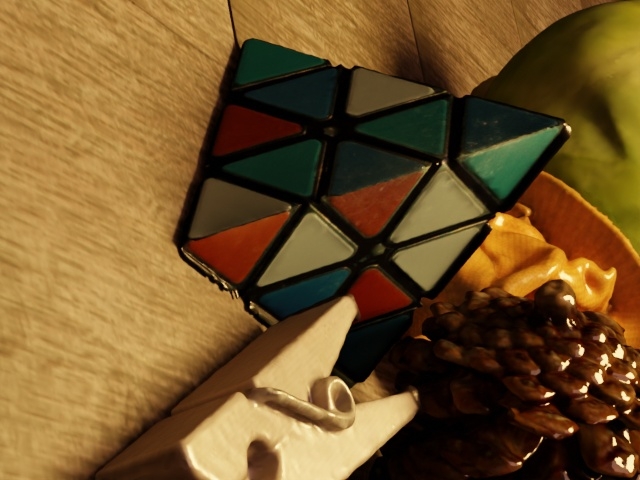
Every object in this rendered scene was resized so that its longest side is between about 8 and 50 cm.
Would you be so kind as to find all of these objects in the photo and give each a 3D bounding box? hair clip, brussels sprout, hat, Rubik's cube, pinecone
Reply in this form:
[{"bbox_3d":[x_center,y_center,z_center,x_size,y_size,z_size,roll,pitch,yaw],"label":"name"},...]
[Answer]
[{"bbox_3d":[-0.030,0.117,1.144,0.101,0.085,0.331,69,20,-4],"label":"hair clip"},{"bbox_3d":[0.286,-0.005,1.794,0.361,0.342,0.425,-16,85,-44],"label":"brussels sprout"},{"bbox_3d":[0.125,0.077,1.538,0.233,0.233,0.244,-16,118,-54],"label":"hat"},{"bbox_3d":[0.000,0.000,1.383,0.250,0.284,0.234,45,-30,48],"label":"Rubik's cube"},{"bbox_3d":[0.142,0.157,1.359,0.224,0.224,0.272,-41,150,-70],"label":"pinecone"}]
